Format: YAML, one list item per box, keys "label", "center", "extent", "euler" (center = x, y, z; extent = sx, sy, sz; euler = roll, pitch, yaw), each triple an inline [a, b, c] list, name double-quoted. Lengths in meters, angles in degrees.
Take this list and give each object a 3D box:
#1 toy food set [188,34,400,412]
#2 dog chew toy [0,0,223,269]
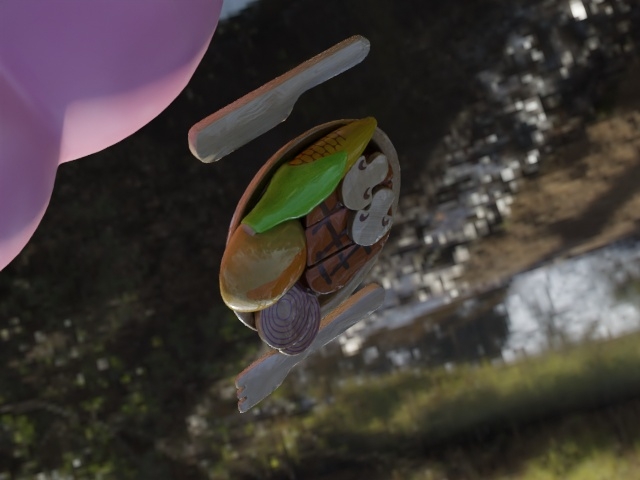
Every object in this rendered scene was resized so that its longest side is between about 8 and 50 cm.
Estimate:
- label: "toy food set"
  center: [0.000, 0.000, 0.756]
  extent: [0.132, 0.038, 0.192]
  euler: [-35, 138, -28]
- label: "dog chew toy"
  center: [-0.186, -0.068, 0.625]
  extent: [0.332, 0.206, 0.206]
  euler: [-55, 176, -18]
